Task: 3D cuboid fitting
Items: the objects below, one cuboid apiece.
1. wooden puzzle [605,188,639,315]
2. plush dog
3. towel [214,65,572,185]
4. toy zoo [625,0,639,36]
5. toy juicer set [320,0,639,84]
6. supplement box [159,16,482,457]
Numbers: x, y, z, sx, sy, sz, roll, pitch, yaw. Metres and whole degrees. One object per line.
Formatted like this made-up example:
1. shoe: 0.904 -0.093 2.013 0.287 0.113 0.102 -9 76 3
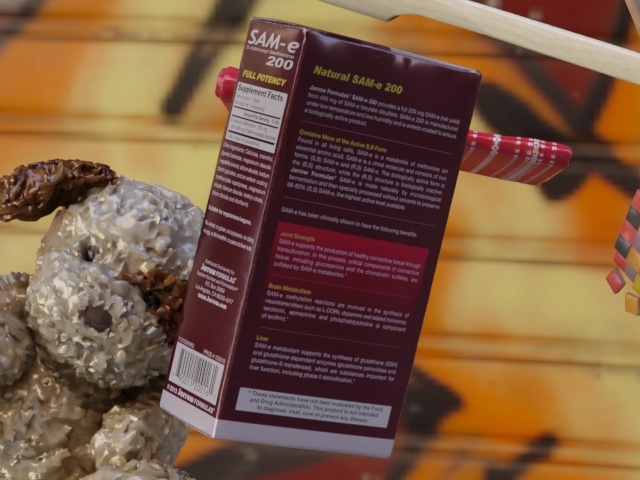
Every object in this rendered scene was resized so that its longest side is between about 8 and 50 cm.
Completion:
1. wooden puzzle: 0.163 0.009 0.921 0.006 0.083 0.049 -15 49 -29
2. plush dog: -0.144 0.068 1.244 0.262 0.225 0.210 35 12 4
3. towel: 0.053 -0.089 1.493 0.275 0.031 0.199 12 -2 1
4. toy zoo: 0.352 -0.175 1.236 0.293 0.192 0.030 -29 44 4
5. toy juicer set: 0.048 -0.187 0.853 0.209 0.089 0.329 8 33 0
6. supplement box: 0.000 0.000 1.114 0.130 0.239 0.073 11 5 -33
